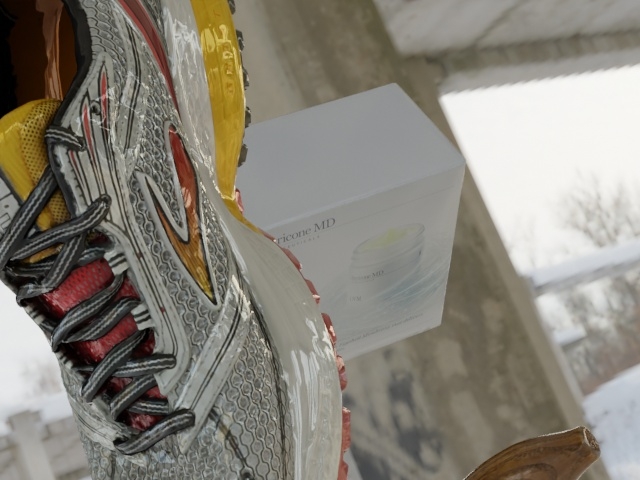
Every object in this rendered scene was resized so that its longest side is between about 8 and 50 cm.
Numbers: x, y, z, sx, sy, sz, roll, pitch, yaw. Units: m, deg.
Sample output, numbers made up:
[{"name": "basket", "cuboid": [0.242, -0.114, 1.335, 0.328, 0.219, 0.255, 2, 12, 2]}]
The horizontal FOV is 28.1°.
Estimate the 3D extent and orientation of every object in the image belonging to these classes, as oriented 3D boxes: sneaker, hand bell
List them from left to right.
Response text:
[{"name": "sneaker", "cuboid": [-0.064, 0.006, 0.362, 0.088, 0.225, 0.093, -29, -19, 31]}, {"name": "hand bell", "cuboid": [0.054, 0.172, 0.725, 0.242, 0.126, 0.126, -36, -18, 24]}]

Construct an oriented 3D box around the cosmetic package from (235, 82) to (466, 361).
[{"name": "cosmetic package", "cuboid": [0.000, 0.000, 1.211, 0.224, 0.138, 0.224, -19, -43, -21]}]
